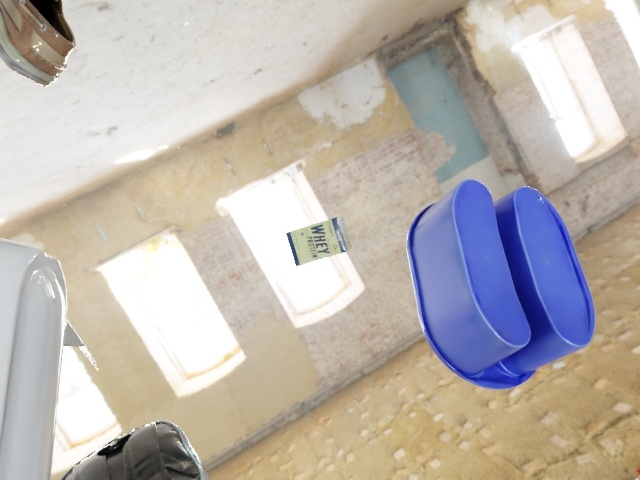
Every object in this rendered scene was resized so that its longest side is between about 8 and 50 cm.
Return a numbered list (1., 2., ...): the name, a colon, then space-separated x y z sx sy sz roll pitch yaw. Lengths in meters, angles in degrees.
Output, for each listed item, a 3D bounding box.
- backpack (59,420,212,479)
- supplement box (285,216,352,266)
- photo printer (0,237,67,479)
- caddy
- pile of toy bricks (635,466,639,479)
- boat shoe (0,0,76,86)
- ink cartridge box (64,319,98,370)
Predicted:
1. backpack: -0.274 0.405 0.678 0.225 0.191 0.253 -25 -155 -25
2. supplement box: 0.000 0.000 0.719 0.083 0.056 0.083 -17 -179 10
3. photo printer: -0.337 0.140 0.338 0.256 0.307 0.107 -2 161 -7
4. caddy: 0.277 0.064 0.748 0.241 0.341 0.179 5 152 -18
5. pile of toy bricks: 0.330 0.206 0.341 0.105 0.212 0.118 -60 -147 18
6. boat shoe: -0.503 -0.421 0.776 0.116 0.324 0.123 -31 171 15
7. ink cartridge box: -0.402 0.110 0.651 0.145 0.179 0.045 29 -131 33
